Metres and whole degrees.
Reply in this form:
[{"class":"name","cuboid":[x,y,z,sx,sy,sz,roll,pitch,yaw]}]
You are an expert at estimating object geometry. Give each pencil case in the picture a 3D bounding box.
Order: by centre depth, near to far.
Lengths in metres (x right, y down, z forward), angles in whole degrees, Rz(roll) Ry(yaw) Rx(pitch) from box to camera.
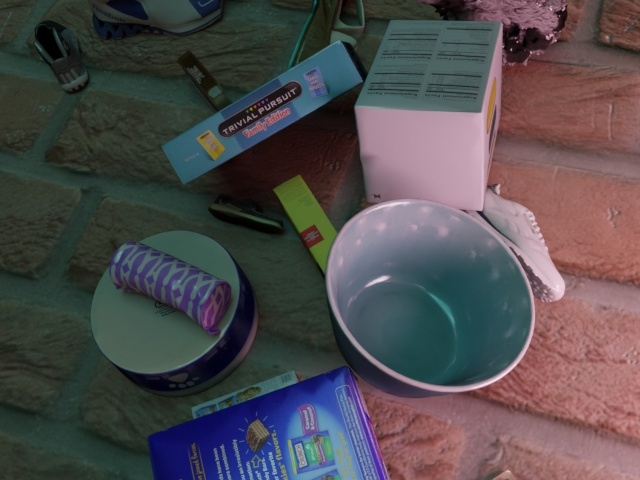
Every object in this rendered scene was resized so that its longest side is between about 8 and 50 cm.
[{"class":"pencil case","cuboid":[-0.240,0.070,1.268,0.206,0.086,0.088,21,102,26]}]

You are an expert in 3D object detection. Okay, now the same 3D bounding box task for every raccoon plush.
[{"class":"raccoon plush","cuboid":[0.296,-0.525,1.430,0.216,0.446,0.299,-15,55,37]}]

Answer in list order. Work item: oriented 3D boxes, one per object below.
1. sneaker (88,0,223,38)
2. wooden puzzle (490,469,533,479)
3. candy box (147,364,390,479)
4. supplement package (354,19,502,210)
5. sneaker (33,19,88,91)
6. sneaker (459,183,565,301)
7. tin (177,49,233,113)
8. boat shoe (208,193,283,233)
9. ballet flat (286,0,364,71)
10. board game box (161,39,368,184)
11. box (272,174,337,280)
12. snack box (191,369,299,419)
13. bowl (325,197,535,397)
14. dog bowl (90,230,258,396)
[{"class":"sneaker","cuboid":[-0.372,-0.535,1.711,0.315,0.182,0.127,-6,61,11]},{"class":"wooden puzzle","cuboid":[0.259,0.371,1.136,0.116,0.014,0.078,-38,59,-9]},{"class":"candy box","cuboid":[-0.062,0.361,1.150,0.317,0.122,0.268,-19,64,2]},{"class":"supplement package","cuboid":[0.189,-0.213,1.341,0.198,0.199,0.262,5,45,17]},{"class":"sneaker","cuboid":[-0.576,-0.435,1.732,0.086,0.132,0.228,-32,59,-6]},{"class":"sneaker","cuboid":[0.320,-0.003,1.297,0.095,0.090,0.235,-29,59,-15]},{"class":"tin","cuboid":[-0.220,-0.299,1.584,0.040,0.106,0.189,-39,58,-1]},{"class":"boat shoe","cuboid":[-0.131,-0.053,1.449,0.152,0.056,0.049,16,71,22]},{"class":"ballet flat","cuboid":[0.023,-0.423,1.608,0.124,0.116,0.342,14,60,0]},{"class":"board game box","cuboid":[-0.084,-0.227,1.390,0.336,0.254,0.079,-28,98,11]},{"class":"box","cuboid":[0.000,0.000,1.370,0.058,0.087,0.232,-29,59,-3]},{"class":"snack box","cuboid":[-0.115,0.267,1.282,0.178,0.022,0.064,-20,60,2]},{"class":"bowl","cuboid":[0.141,0.108,1.196,0.311,0.163,0.311,7,56,-10]},{"class":"dog bowl","cuboid":[-0.243,0.119,1.350,0.265,0.104,0.265,-6,60,10]}]
